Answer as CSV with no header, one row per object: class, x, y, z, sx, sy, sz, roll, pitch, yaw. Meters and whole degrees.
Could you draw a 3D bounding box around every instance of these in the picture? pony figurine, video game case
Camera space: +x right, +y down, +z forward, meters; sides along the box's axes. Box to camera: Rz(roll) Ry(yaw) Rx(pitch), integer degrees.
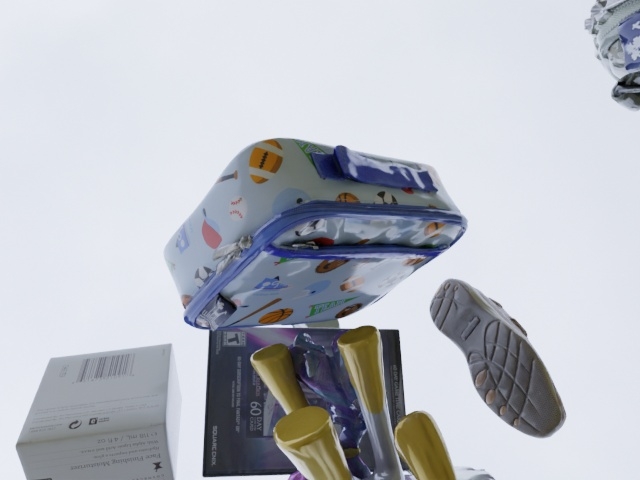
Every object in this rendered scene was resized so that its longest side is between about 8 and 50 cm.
pony figurine,0.055,0.264,0.542,0.303,0.351,0.363,-24,-81,-10
video game case,-0.018,0.217,0.793,0.275,0.026,0.195,2,-112,-9

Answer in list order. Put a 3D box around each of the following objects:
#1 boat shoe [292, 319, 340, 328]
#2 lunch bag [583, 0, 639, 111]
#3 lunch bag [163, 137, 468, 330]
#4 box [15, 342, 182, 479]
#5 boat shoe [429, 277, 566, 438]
boat shoe,-0.036,0.144,1.117,0.079,0.081,0.227,-19,-144,-23
lunch bag,0.278,-0.208,0.255,0.213,0.256,0.304,21,-100,-44
lunch bag,0.000,0.000,0.611,0.304,0.243,0.114,0,-121,-45
box,-0.292,0.249,0.802,0.181,0.182,0.118,-6,-64,-9
boat shoe,0.308,0.184,0.966,0.117,0.123,0.324,19,-151,-32
